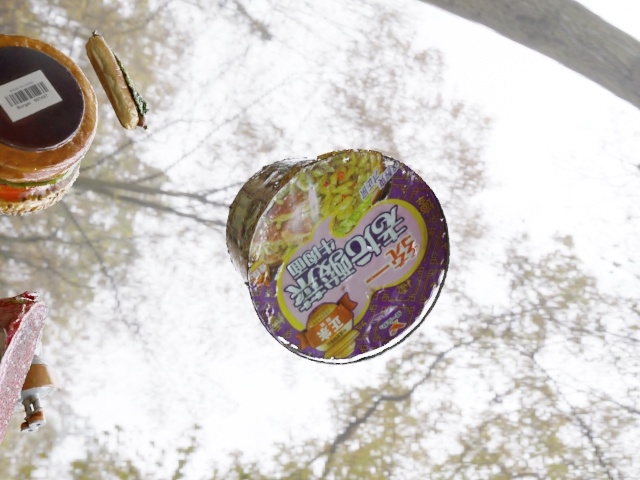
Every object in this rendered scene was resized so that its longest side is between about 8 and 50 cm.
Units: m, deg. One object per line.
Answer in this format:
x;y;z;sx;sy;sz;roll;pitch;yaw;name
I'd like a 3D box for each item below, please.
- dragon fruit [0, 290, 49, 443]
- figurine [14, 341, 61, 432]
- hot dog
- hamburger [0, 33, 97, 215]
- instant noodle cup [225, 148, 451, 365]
-0.525;0.179;1.575;0.189;0.163;0.262;-26;-137;58;dragon fruit
-0.607;0.260;2.068;0.143;0.143;0.271;-40;-137;34;figurine
-0.244;-0.192;1.219;0.133;0.041;0.056;65;-10;-9;hot dog
-0.620;-0.221;2.007;0.250;0.330;0.330;-40;-126;53;hamburger
0.000;0.000;1.615;0.266;0.339;0.340;31;-74;65;instant noodle cup
